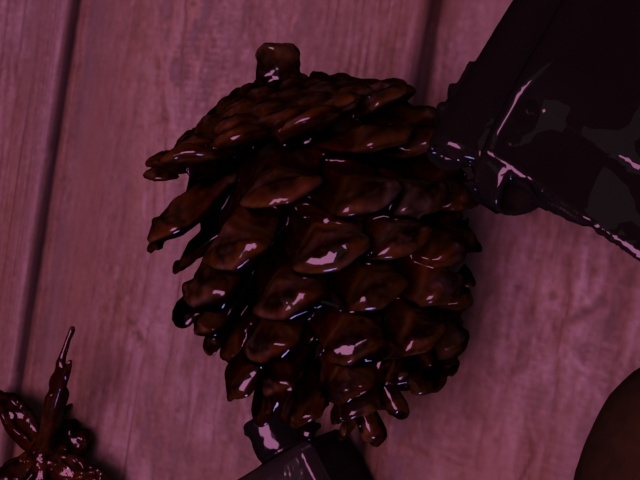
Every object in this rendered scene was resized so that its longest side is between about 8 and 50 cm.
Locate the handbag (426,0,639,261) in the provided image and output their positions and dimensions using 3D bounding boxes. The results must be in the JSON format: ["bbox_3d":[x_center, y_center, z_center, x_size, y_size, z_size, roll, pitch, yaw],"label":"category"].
[{"bbox_3d":[0.232,-0.071,0.624,0.285,0.113,0.257,35,74,17],"label":"handbag"}]

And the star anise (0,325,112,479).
[{"bbox_3d":[-0.231,0.165,0.881,0.158,0.144,0.140,3,56,-3],"label":"star anise"}]

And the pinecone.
[{"bbox_3d":[0.000,0.000,0.725,0.224,0.224,0.272,-13,103,24],"label":"pinecone"}]

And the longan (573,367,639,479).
[{"bbox_3d":[0.233,0.153,0.638,0.167,0.167,0.187,44,135,19],"label":"longan"}]

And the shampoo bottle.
[{"bbox_3d":[0.016,0.236,0.786,0.079,0.080,0.246,-34,76,19],"label":"shampoo bottle"}]
